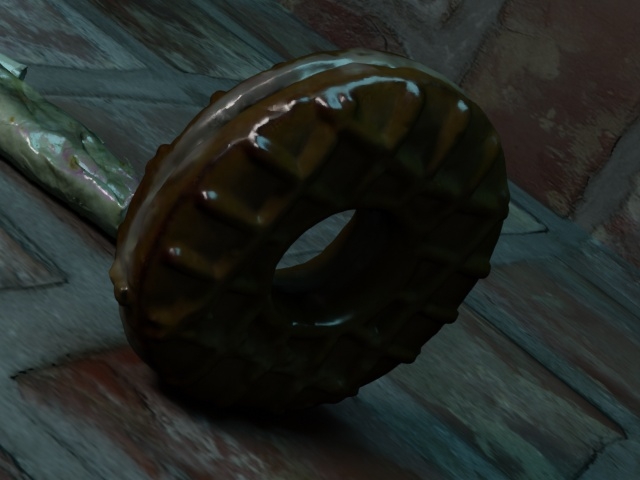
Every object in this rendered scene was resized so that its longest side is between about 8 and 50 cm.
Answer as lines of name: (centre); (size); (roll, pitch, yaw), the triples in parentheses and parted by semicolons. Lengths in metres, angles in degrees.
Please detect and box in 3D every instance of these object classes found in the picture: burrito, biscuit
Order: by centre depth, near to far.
biscuit: (0.000, 0.000, 1.021); (0.332, 0.332, 0.103); (17, 25, -42)
burrito: (-0.262, -0.093, 1.238); (0.309, 0.066, 0.096); (35, 20, 16)

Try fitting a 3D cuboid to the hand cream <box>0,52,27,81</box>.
hand cream: (-0.398, -0.200, 1.322); (0.204, 0.050, 0.078); (26, 18, -7)
